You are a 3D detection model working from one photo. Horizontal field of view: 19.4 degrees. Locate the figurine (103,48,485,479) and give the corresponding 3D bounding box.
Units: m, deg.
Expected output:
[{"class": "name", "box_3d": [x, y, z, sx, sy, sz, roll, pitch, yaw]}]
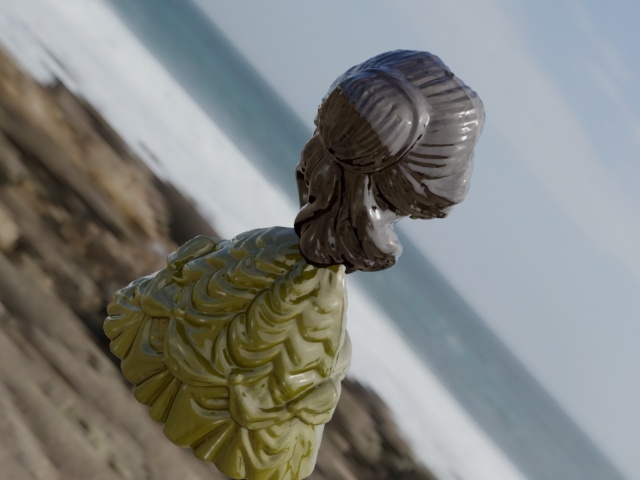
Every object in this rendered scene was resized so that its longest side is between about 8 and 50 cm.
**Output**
[{"class": "figurine", "box_3d": [0.003, 0.000, 1.276, 0.168, 0.315, 0.187, 10, 43, -36]}]
